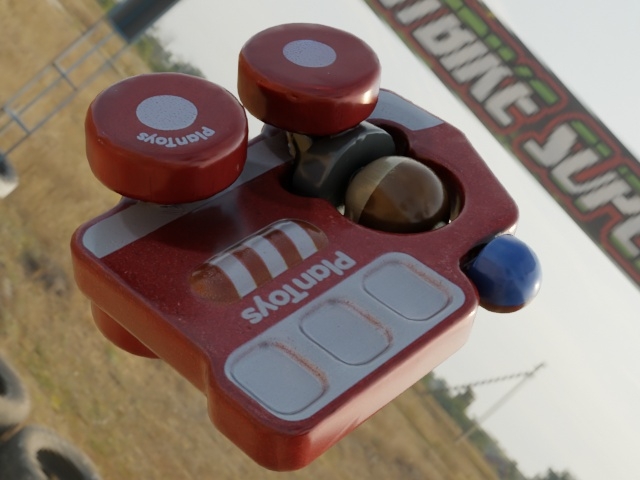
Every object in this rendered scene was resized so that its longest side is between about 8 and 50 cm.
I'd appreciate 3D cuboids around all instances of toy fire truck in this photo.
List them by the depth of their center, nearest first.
[{"bbox_3d":[0.000,0.000,0.727,0.254,0.302,0.169,36,-43,30],"label":"toy fire truck"}]
